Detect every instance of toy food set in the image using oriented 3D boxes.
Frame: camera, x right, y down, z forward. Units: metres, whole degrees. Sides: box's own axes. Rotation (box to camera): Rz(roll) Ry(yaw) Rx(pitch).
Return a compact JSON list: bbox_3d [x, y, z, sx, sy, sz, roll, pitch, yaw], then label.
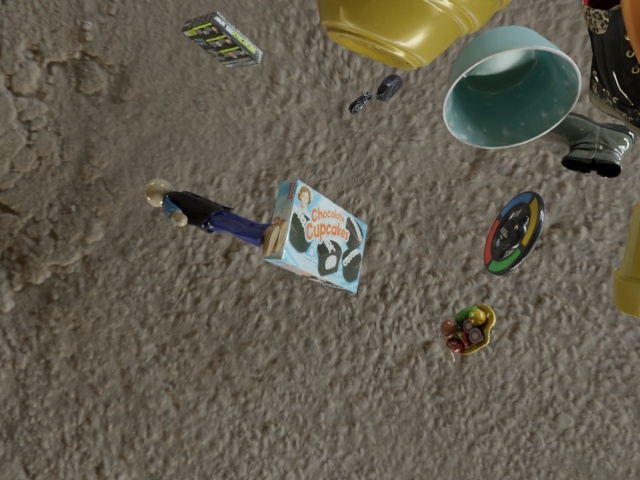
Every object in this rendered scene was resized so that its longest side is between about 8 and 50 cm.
[{"bbox_3d":[0.411,0.264,1.630,0.071,0.128,0.218,17,138,-25],"label":"toy food set"}]

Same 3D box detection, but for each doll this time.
[{"bbox_3d":[-0.138,-0.033,0.706,0.189,0.129,0.046,20,102,10],"label":"doll"}]

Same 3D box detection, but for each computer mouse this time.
[{"bbox_3d":[0.154,-0.422,1.594,0.041,0.242,0.071,43,141,15],"label":"computer mouse"}]

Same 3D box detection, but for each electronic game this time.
[{"bbox_3d":[0.482,-0.018,1.397,0.048,0.229,0.229,23,102,-9],"label":"electronic game"}]

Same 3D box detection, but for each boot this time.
[{"bbox_3d":[0.451,-0.242,0.769,0.085,0.236,0.178,-30,126,1],"label":"boot"},{"bbox_3d":[0.621,-0.233,1.355,0.247,0.161,0.083,20,140,37],"label":"boot"}]

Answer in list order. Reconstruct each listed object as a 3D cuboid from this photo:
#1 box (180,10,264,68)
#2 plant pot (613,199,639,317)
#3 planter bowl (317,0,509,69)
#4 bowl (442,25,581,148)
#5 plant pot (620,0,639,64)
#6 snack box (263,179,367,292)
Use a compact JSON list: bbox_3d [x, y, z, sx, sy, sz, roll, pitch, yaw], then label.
[{"bbox_3d":[-0.282,-0.572,1.605,0.184,0.191,0.045,35,77,-37],"label":"box"},{"bbox_3d":[0.770,0.032,1.195,0.254,0.254,0.238,-3,97,5],"label":"plant pot"},{"bbox_3d":[0.067,-0.230,0.556,0.217,0.217,0.090,21,101,0],"label":"planter bowl"},{"bbox_3d":[0.440,-0.386,1.338,0.312,0.311,0.163,-5,57,5],"label":"bowl"},{"bbox_3d":[0.463,-0.239,0.511,0.203,0.291,0.290,-32,97,3],"label":"plant pot"},{"bbox_3d":[0.000,0.000,1.337,0.060,0.322,0.187,1,74,35],"label":"snack box"}]
